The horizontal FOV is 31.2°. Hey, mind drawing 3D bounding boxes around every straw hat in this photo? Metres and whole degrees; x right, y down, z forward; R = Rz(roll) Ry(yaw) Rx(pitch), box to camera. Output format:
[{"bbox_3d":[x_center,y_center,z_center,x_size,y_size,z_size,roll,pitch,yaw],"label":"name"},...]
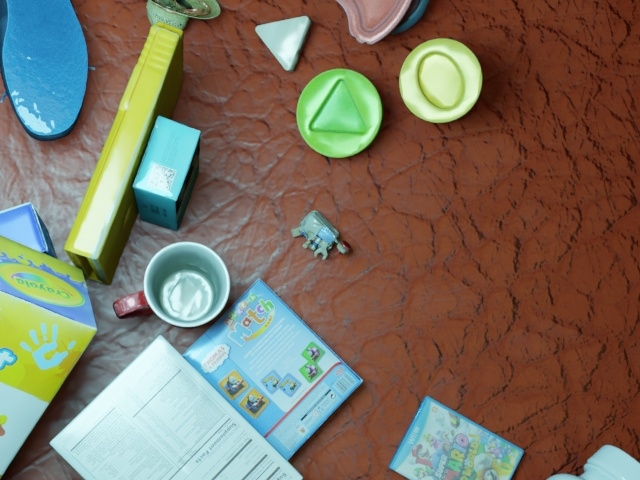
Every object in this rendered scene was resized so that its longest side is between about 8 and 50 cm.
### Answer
[{"bbox_3d":[-0.225,-0.341,1.696,0.144,0.144,0.061,25,121,-3],"label":"straw hat"}]

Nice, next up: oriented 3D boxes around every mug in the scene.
[{"bbox_3d":[-0.202,0.066,1.584,0.150,0.169,0.113,10,81,-5],"label":"mug"}]

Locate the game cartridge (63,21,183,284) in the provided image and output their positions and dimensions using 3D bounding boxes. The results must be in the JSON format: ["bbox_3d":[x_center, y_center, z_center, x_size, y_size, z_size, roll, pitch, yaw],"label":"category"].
[{"bbox_3d":[-0.258,-0.111,1.546,0.053,0.285,0.323,18,79,-4],"label":"game cartridge"}]

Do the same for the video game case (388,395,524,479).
[{"bbox_3d":[0.199,0.319,1.673,0.166,0.015,0.119,30,79,-2],"label":"video game case"}]

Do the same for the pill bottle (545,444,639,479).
[{"bbox_3d":[0.330,0.447,1.581,0.334,0.188,0.188,-42,88,-11],"label":"pill bottle"}]

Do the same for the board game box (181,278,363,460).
[{"bbox_3d":[-0.070,0.185,1.648,0.211,0.039,0.160,45,79,1],"label":"board game box"}]

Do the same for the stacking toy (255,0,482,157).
[{"bbox_3d":[0.081,-0.276,1.730,0.279,0.130,0.309,-29,82,16],"label":"stacking toy"}]

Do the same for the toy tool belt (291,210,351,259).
[{"bbox_3d":[0.000,0.000,1.686,0.083,0.052,0.051,45,110,4],"label":"toy tool belt"}]

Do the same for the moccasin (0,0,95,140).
[{"bbox_3d":[-0.402,-0.300,1.648,0.138,0.117,0.342,-3,77,-20],"label":"moccasin"}]

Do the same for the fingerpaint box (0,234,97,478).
[{"bbox_3d":[-0.560,0.130,1.381,0.445,0.163,0.371,26,107,-30],"label":"fingerpaint box"}]

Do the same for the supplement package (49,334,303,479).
[{"bbox_3d":[-0.191,0.292,1.534,0.263,0.199,0.198,45,79,1],"label":"supplement package"}]

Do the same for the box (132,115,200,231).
[{"bbox_3d":[-0.208,-0.086,1.568,0.060,0.244,0.100,19,80,-3],"label":"box"}]

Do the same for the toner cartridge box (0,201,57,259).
[{"bbox_3d":[-0.536,0.053,1.547,0.348,0.165,0.075,-19,82,-10],"label":"toner cartridge box"}]
